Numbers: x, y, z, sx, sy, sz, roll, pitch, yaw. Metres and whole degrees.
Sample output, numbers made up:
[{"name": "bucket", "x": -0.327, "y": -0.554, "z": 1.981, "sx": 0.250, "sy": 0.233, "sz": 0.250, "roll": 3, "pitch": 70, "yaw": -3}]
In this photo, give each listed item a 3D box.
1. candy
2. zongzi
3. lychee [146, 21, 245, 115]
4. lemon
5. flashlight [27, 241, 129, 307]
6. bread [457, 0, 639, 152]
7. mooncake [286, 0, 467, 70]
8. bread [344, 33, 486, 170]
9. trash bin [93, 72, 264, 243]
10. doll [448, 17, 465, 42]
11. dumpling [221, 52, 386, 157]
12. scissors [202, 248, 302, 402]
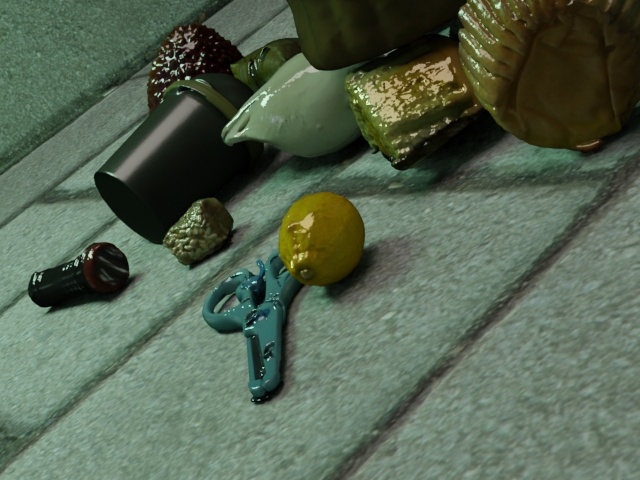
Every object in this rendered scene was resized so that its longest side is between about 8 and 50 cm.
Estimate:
[{"name": "candy", "x": -0.198, "y": -0.013, "z": 1.955, "sx": 0.110, "sy": 0.085, "sz": 0.095, "roll": -37, "pitch": 8, "yaw": 22}, {"name": "zongzi", "x": -0.010, "y": -0.338, "z": 2.260, "sx": 0.260, "sy": 0.123, "sz": 0.289, "roll": -19, "pitch": 3, "yaw": -25}, {"name": "lychee", "x": -0.248, "y": -0.322, "z": 2.480, "sx": 0.271, "sy": 0.271, "sz": 0.271, "roll": -29, "pitch": 20, "yaw": 12}, {"name": "lemon", "x": 0.000, "y": 0.000, "z": 1.559, "sx": 0.114, "sy": 0.114, "sz": 0.155, "roll": -22, "pitch": 22, "yaw": 27}, {"name": "flashlight", "x": -0.428, "y": 0.069, "z": 2.105, "sx": 0.232, "sy": 0.093, "sz": 0.093, "roll": -20, "pitch": 23, "yaw": 47}, {"name": "bread", "x": 0.296, "y": -0.244, "z": 1.471, "sx": 0.274, "sy": 0.274, "sz": 0.149, "roll": -24, "pitch": 26, "yaw": 22}, {"name": "mooncake", "x": 0.096, "y": -0.396, "z": 1.806, "sx": 0.324, "sy": 0.187, "sz": 0.324, "roll": -24, "pitch": 15, "yaw": 7}, {"name": "bread", "x": 0.151, "y": -0.212, "z": 1.760, "sx": 0.204, "sy": 0.163, "sz": 0.262, "roll": -27, "pitch": 13, "yaw": -4}, {"name": "trash bin", "x": -0.238, "y": -0.170, "z": 2.179, "sx": 0.334, "sy": 0.214, "sz": 0.214, "roll": -45, "pitch": 23, "yaw": -23}, {"name": "doll", "x": 0.271, "y": -0.314, "z": 1.871, "sx": 0.105, "sy": 0.115, "sz": 0.221, "roll": -48, "pitch": -9, "yaw": 20}, {"name": "dumpling", "x": 0.013, "y": -0.243, "z": 2.048, "sx": 0.341, "sy": 0.181, "sz": 0.260, "roll": -44, "pitch": -1, "yaw": 24}, {"name": "scissors", "x": -0.080, "y": 0.102, "z": 1.560, "sx": 0.180, "sy": 0.032, "sz": 0.393, "roll": -30, "pitch": 20, "yaw": 9}]
